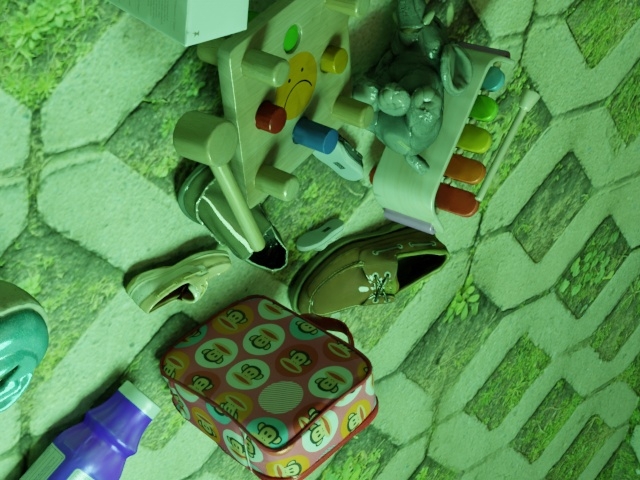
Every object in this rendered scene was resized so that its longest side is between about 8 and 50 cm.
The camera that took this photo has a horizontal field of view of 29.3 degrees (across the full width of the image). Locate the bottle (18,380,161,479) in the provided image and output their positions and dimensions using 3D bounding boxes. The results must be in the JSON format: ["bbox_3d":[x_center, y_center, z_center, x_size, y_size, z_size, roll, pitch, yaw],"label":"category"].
[{"bbox_3d":[-0.343,0.326,1.734,0.283,0.092,0.118,-50,146,-10],"label":"bottle"}]

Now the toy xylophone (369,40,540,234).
[{"bbox_3d":[0.209,-0.161,1.901,0.081,0.236,0.322,30,90,-54],"label":"toy xylophone"}]

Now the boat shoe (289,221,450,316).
[{"bbox_3d":[0.089,0.051,2.030,0.307,0.104,0.110,-29,137,-34],"label":"boat shoe"}]

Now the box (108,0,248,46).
[{"bbox_3d":[-0.165,-0.313,1.369,0.091,0.170,0.130,-24,135,-38],"label":"box"}]

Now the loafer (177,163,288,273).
[{"bbox_3d":[-0.111,-0.030,1.736,0.094,0.087,0.251,-53,146,-5],"label":"loafer"}]

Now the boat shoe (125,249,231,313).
[{"bbox_3d":[-0.191,0.063,1.726,0.170,0.059,0.063,-21,156,-35],"label":"boat shoe"}]

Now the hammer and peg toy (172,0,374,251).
[{"bbox_3d":[-0.072,-0.170,1.592,0.361,0.127,0.266,-46,146,-35],"label":"hammer and peg toy"}]

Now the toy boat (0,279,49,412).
[{"bbox_3d":[-0.446,0.180,1.404,0.318,0.148,0.267,-31,170,-15],"label":"toy boat"}]

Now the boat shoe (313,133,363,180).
[{"bbox_3d":[0.025,-0.138,1.861,0.142,0.049,0.040,42,50,-54],"label":"boat shoe"}]

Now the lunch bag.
[{"bbox_3d":[-0.063,0.199,1.803,0.258,0.293,0.120,-37,136,-25],"label":"lunch bag"}]

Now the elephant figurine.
[{"bbox_3d":[0.148,-0.261,1.821,0.239,0.169,0.186,-65,-177,-27],"label":"elephant figurine"}]

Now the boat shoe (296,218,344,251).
[{"bbox_3d":[0.000,0.000,1.946,0.100,0.035,0.035,-34,137,-40],"label":"boat shoe"}]
